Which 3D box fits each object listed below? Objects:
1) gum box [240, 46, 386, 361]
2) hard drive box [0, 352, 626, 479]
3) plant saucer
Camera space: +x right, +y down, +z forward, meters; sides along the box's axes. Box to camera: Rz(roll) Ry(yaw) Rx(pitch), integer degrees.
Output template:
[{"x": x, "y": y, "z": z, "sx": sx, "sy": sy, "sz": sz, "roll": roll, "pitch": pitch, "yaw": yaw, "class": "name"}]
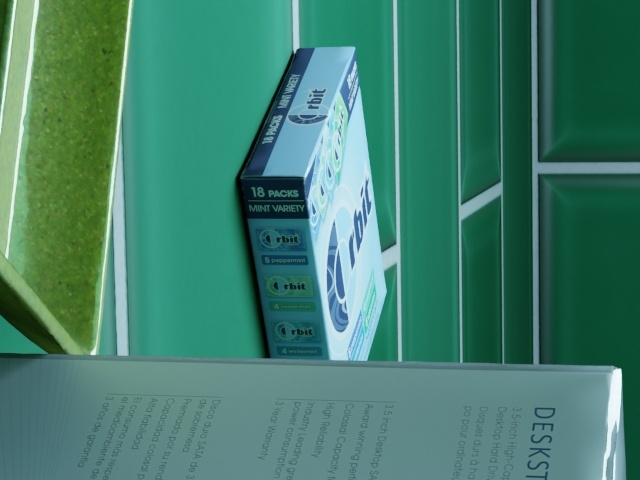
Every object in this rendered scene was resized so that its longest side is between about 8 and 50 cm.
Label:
[{"x": 0.000, "y": 0.000, "z": 1.064, "sx": 0.157, "sy": 0.041, "sz": 0.184, "roll": -70, "pitch": 156, "yaw": -55, "class": "gum box"}, {"x": -0.031, "y": 0.123, "z": 0.516, "sx": 0.181, "sy": 0.232, "sz": 0.089, "roll": -73, "pitch": 158, "yaw": -50, "class": "hard drive box"}, {"x": -0.100, "y": -0.064, "z": 0.573, "sx": 0.188, "sy": 0.045, "sz": 0.188, "roll": 82, "pitch": 12, "yaw": -75, "class": "plant saucer"}]
